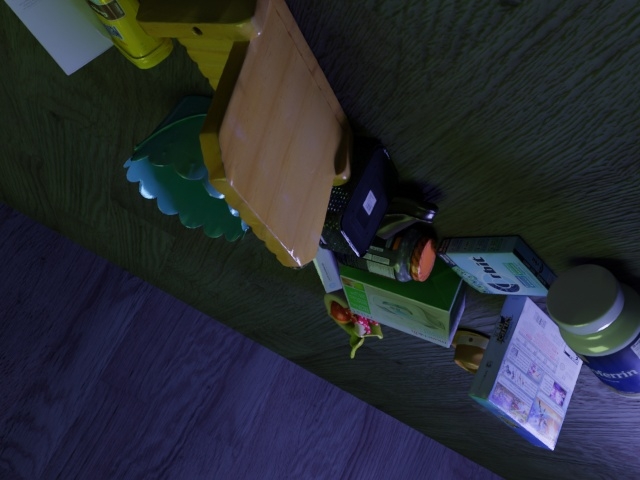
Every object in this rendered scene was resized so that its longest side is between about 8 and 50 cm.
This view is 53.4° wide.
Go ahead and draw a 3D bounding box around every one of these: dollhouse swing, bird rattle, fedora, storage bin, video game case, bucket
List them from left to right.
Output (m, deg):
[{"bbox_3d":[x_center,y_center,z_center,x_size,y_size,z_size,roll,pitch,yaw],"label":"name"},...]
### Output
[{"bbox_3d":[-0.230,-0.147,1.292,0.281,0.183,0.281,23,159,9],"label":"bucket"},{"bbox_3d":[-0.137,-0.167,0.965,0.315,0.305,0.347,13,156,32],"label":"dollhouse swing"},{"bbox_3d":[0.084,0.224,1.861,0.207,0.143,0.253,36,161,27],"label":"bird rattle"},{"bbox_3d":[0.055,-0.075,1.118,0.084,0.180,0.122,12,154,33],"label":"storage bin"},{"bbox_3d":[0.427,0.317,1.735,0.194,0.079,0.194,23,158,10],"label":"fedora"},{"bbox_3d":[0.461,0.292,1.403,0.269,0.244,0.061,40,156,-29],"label":"video game case"}]

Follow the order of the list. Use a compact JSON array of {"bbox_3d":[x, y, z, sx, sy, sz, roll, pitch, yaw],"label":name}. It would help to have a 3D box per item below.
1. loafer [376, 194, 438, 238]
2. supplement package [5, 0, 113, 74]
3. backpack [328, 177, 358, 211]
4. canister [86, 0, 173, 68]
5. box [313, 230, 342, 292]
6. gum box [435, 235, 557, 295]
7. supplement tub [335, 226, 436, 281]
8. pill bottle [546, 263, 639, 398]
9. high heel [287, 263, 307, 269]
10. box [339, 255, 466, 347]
[{"bbox_3d":[0.140,-0.040,1.219,0.080,0.078,0.220,11,174,-31],"label":"loafer"},{"bbox_3d":[-0.441,-0.385,1.045,0.105,0.105,0.179,49,173,34],"label":"supplement package"},{"bbox_3d":[0.024,-0.095,1.246,0.105,0.084,0.114,38,154,-32],"label":"backpack"},{"bbox_3d":[-0.318,-0.369,0.997,0.126,0.073,0.170,42,169,37],"label":"canister"},{"bbox_3d":[0.000,0.000,1.332,0.038,0.186,0.145,-19,119,6],"label":"box"},{"bbox_3d":[0.348,0.052,1.261,0.157,0.041,0.184,39,155,-30],"label":"gum box"},{"bbox_3d":[0.137,0.017,1.328,0.190,0.117,0.117,15,156,28],"label":"supplement tub"},{"bbox_3d":[0.529,0.164,1.154,0.265,0.153,0.153,41,155,-30],"label":"pill bottle"},{"bbox_3d":[-0.089,-0.024,1.516,0.186,0.093,0.261,25,144,-11],"label":"high heel"},{"bbox_3d":[0.196,0.115,1.479,0.262,0.127,0.231,18,156,19],"label":"box"}]
